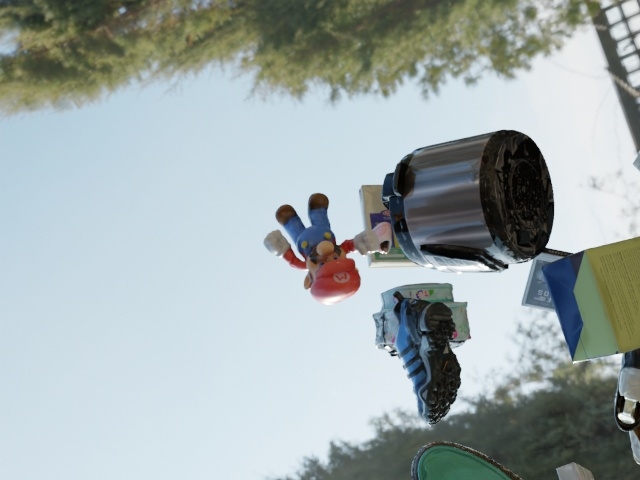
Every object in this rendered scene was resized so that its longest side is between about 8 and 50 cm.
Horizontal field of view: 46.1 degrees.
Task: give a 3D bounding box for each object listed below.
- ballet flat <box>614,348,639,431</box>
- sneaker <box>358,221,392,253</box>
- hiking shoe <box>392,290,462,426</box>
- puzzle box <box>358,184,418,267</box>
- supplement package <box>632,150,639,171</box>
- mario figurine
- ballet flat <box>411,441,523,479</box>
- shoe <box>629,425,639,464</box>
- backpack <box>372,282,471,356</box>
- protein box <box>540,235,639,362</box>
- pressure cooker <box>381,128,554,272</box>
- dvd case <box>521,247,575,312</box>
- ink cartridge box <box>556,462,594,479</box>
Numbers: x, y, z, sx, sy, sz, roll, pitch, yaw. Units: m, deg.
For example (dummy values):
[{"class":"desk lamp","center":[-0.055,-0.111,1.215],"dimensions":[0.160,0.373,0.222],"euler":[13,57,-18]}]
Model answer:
[{"class":"ballet flat","center":[0.695,0.329,1.647],"dimensions":[0.096,0.095,0.281],"euler":[-54,-34,-34]},{"class":"sneaker","center":[0.145,0.014,2.017],"dimensions":[0.051,0.134,0.070],"euler":[18,-134,-30]},{"class":"hiking shoe","center":[0.228,0.258,1.650],"dimensions":[0.113,0.132,0.304],"euler":[-19,-64,-36]},{"class":"puzzle box","center":[0.333,-0.049,2.381],"dimensions":[0.408,0.052,0.272],"euler":[0,-114,-12]},{"class":"supplement package","center":[1.038,-0.228,2.164],"dimensions":[0.203,0.149,0.194],"euler":[26,-161,8]},{"class":"mario figurine","center":[0.000,0.000,1.668],"dimensions":[0.170,0.198,0.321],"euler":[28,-158,-37]},{"class":"ballet flat","center":[0.375,0.533,1.330],"dimensions":[0.164,0.482,0.182],"euler":[-56,-22,-12]},{"class":"shoe","center":[0.822,0.468,1.915],"dimensions":[0.219,0.076,0.058],"euler":[-70,-32,-51]},{"class":"backpack","center":[0.262,0.204,1.915],"dimensions":[0.253,0.225,0.191],"euler":[156,112,-77]},{"class":"protein box","center":[0.572,0.108,1.451],"dimensions":[0.201,0.136,0.200],"euler":[-12,-101,-24]},{"class":"pressure cooker","center":[0.394,-0.100,2.099],"dimensions":[0.375,0.420,0.370],"euler":[-37,-67,-45]},{"class":"dvd case","center":[0.687,0.123,2.162],"dimensions":[0.239,0.179,0.030],"euler":[89,-162,-45]},{"class":"ink cartridge box","center":[0.773,0.735,2.242],"dimensions":[0.150,0.063,0.109],"euler":[35,-145,-46]}]
